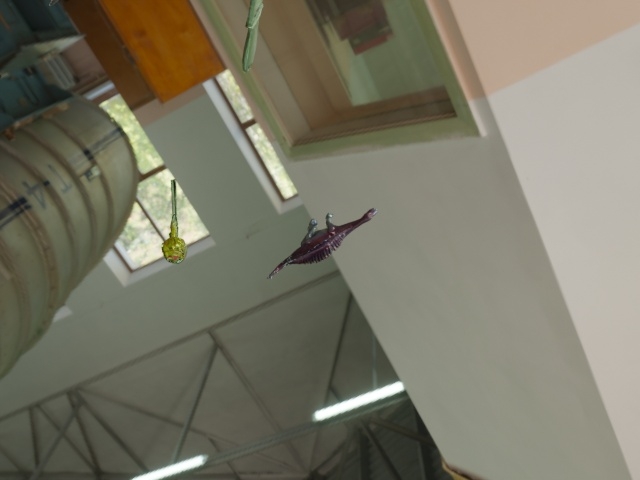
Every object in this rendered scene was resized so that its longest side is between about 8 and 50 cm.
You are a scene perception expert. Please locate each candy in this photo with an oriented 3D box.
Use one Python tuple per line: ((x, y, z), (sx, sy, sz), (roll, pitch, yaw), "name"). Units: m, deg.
((-0.441, -0.059, 1.737), (0.073, 0.262, 0.077), (-6, 168, 5), "candy")

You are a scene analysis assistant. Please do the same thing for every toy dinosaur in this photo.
((0.000, 0.000, 0.859), (0.197, 0.045, 0.080), (-31, -160, 17), "toy dinosaur")

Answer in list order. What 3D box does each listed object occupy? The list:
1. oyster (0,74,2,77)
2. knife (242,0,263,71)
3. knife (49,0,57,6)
((-0.928, -0.303, 1.414), (0.221, 0.096, 0.361), (22, -93, 38), "oyster")
((-0.106, -0.346, 0.908), (0.043, 0.019, 0.293), (-66, -175, -21), "knife")
((-0.631, -0.650, 1.455), (0.010, 0.023, 0.170), (23, -109, 21), "knife")
